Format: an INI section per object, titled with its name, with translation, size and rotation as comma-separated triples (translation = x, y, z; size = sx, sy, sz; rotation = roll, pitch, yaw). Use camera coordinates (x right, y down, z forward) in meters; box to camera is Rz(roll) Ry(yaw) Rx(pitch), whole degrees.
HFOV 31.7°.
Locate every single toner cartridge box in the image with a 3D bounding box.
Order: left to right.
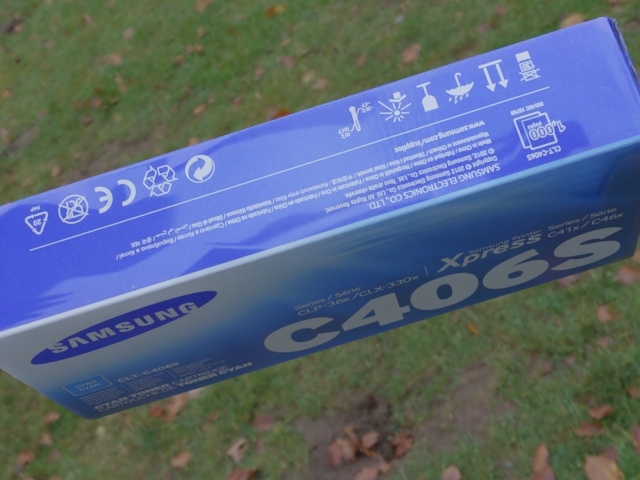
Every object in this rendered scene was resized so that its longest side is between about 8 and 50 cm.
[toner cartridge box]
translation = 0.000, 0.000, 0.619
size = 0.348, 0.165, 0.075
rotation = -17, 65, 4
